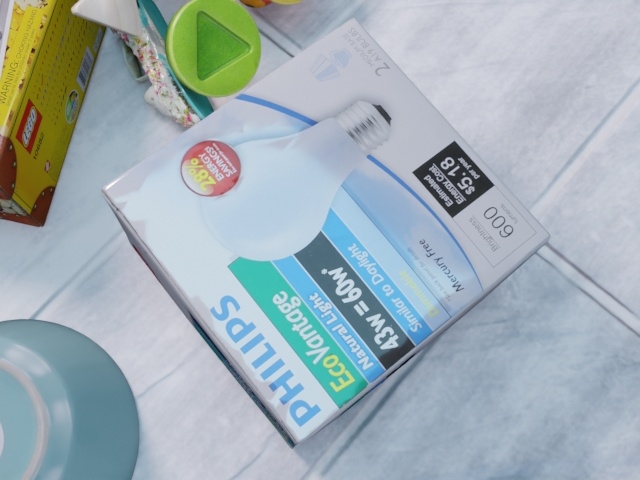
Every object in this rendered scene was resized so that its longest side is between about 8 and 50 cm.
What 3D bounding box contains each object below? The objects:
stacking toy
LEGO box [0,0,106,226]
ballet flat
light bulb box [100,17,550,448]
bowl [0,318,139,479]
[{"bbox_3d":[-0.182,-0.354,1.026,0.309,0.130,0.279,27,86,-33],"label":"stacking toy"},{"bbox_3d":[-0.501,-0.305,1.013,0.373,0.193,0.499,11,74,0],"label":"LEGO box"},{"bbox_3d":[-0.222,-0.234,1.073,0.077,0.091,0.240,-35,71,20],"label":"ballet flat"},{"bbox_3d":[0.000,0.000,0.929,0.361,0.225,0.358,-38,79,-13],"label":"light bulb box"},{"bbox_3d":[-0.379,0.228,0.880,0.312,0.163,0.311,1,73,-3],"label":"bowl"}]
